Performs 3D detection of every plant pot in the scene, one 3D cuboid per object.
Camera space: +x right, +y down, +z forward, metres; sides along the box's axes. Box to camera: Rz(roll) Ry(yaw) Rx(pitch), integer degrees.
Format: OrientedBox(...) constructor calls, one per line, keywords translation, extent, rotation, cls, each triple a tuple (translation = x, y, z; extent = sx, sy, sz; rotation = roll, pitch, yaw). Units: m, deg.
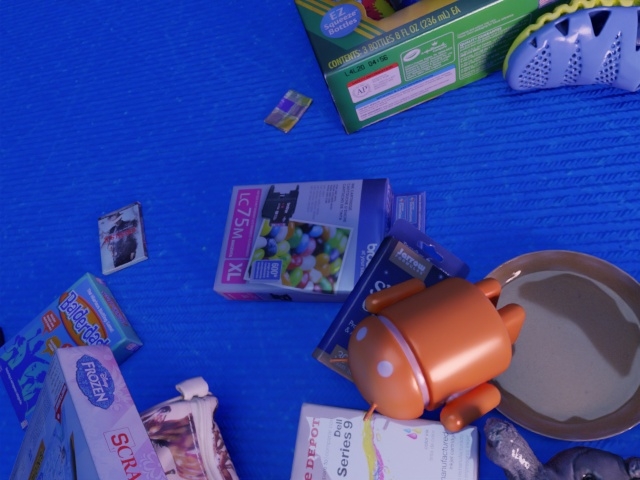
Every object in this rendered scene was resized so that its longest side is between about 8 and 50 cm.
OrientedBox(translation=(0.300, 0.126, 0.631), extent=(0.237, 0.032, 0.236), rotation=(-7, 66, 16), cls="plant pot")

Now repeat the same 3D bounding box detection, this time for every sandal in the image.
OrientedBox(translation=(0.429, -0.273, 0.718), extent=(0.318, 0.126, 0.138), rotation=(-12, 68, 14), cls="sandal")

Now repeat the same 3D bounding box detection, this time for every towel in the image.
OrientedBox(translation=(-0.059, -0.237, 0.917), extent=(0.060, 0.009, 0.083), rotation=(35, 81, 28), cls="towel")

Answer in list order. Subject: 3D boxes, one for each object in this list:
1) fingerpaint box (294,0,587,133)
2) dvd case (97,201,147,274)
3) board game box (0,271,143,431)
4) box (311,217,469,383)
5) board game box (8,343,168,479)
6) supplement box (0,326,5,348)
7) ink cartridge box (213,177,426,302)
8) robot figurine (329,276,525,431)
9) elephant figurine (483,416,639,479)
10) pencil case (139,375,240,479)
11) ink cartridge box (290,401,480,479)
OrientedBox(translation=(0.178, -0.443, 0.845), extent=(0.445, 0.163, 0.370), rotation=(-21, 63, 8), cls="fingerpaint box")
OrientedBox(translation=(-0.359, -0.005, 0.908), extent=(0.087, 0.013, 0.119), rotation=(-21, 62, 8), cls="dvd case")
OrientedBox(translation=(-0.418, 0.180, 0.826), extent=(0.210, 0.047, 0.160), rotation=(-42, 62, -4), cls="board game box")
OrientedBox(translation=(0.105, 0.093, 0.666), extent=(0.137, 0.036, 0.225), rotation=(34, 78, -10), cls="box")
OrientedBox(translation=(-0.257, 0.339, 0.546), extent=(0.318, 0.066, 0.318), rotation=(48, 119, 35), cls="board game box")
OrientedBox(translation=(-0.607, 0.191, 0.884), extent=(0.083, 0.043, 0.055), rotation=(-34, 61, 2), cls="supplement box")
OrientedBox(translation=(0.000, 0.000, 0.767), extent=(0.312, 0.065, 0.185), rotation=(0, 68, 16), cls="ink cartridge box")
OrientedBox(translation=(0.127, 0.124, 0.580), extent=(0.220, 0.128, 0.157), rotation=(-23, 90, -12), cls="robot figurine")
OrientedBox(translation=(0.292, 0.275, 0.488), extent=(0.170, 0.186, 0.239), rotation=(-23, 69, 32), cls="elephant figurine")
OrientedBox(translation=(-0.132, 0.378, 0.582), extent=(0.184, 0.160, 0.410), rotation=(-38, 60, 15), cls="pencil case")
OrientedBox(translation=(0.076, 0.287, 0.597), extent=(0.213, 0.093, 0.154), rotation=(2, 68, 20), cls="ink cartridge box")
